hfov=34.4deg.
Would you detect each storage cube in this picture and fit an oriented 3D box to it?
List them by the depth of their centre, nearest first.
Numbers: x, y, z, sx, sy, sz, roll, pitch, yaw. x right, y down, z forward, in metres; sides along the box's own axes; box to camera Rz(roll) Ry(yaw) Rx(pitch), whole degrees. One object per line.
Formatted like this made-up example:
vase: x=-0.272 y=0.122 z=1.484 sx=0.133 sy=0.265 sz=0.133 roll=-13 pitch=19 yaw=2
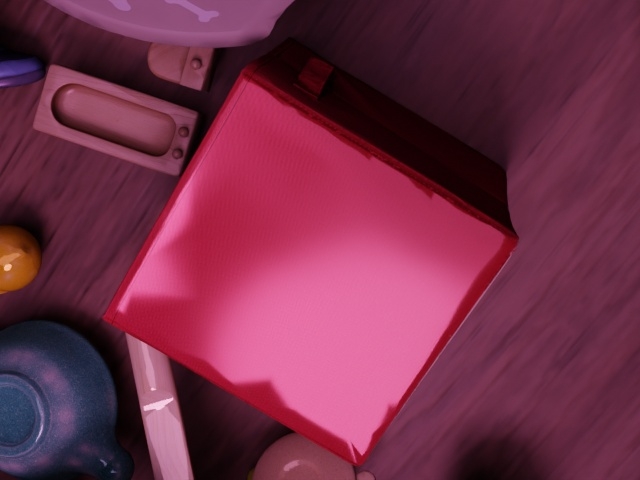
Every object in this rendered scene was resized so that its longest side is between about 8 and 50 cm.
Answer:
storage cube: x=0.000 y=0.000 z=0.707 sx=0.193 sy=0.183 sz=0.215 roll=31 pitch=108 yaw=-3

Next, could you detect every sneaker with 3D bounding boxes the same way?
sneaker: x=-0.276 y=-0.148 z=0.774 sx=0.144 sy=0.053 sz=0.059 roll=12 pitch=106 yaw=4

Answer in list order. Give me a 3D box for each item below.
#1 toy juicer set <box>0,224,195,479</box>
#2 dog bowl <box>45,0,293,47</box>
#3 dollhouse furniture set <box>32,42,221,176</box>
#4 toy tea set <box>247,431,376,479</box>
toy juicer set: x=-0.221 y=0.095 z=0.826 sx=0.329 sy=0.089 sz=0.209 roll=10 pitch=95 yaw=14
dog bowl: x=-0.067 y=-0.293 z=0.598 sx=0.349 sy=0.102 sz=0.348 roll=0 pitch=81 yaw=0
dollhouse furniture set: x=-0.148 y=-0.135 z=0.705 sx=0.144 sy=0.123 sz=0.151 roll=19 pitch=96 yaw=3
toy tea set: x=0.031 y=0.267 z=0.823 sx=0.336 sy=0.124 sz=0.200 roll=16 pitch=74 yaw=22
